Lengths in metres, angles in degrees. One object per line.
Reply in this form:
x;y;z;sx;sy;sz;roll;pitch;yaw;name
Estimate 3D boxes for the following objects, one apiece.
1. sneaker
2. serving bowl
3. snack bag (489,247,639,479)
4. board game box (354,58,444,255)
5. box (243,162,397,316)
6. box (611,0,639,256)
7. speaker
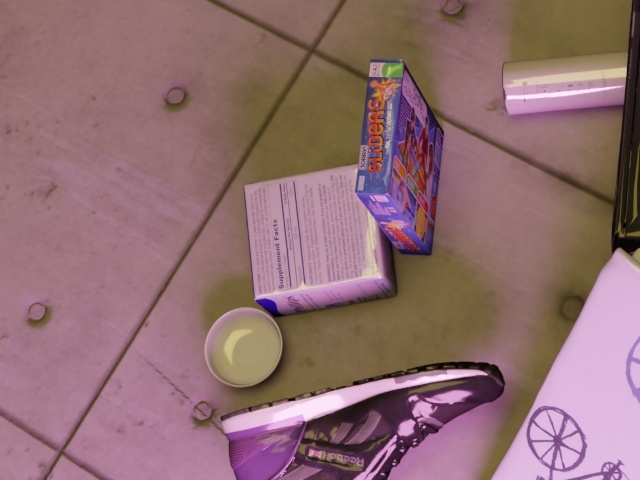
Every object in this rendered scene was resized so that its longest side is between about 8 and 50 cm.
0.051;0.197;1.825;0.283;0.107;0.124;-15;84;14;sneaker
-0.075;0.111;1.910;0.083;0.027;0.083;-4;73;14;serving bowl
0.322;0.225;1.670;0.323;0.037;0.342;38;124;22;snack bag
0.080;-0.078;1.833;0.035;0.201;0.136;3;73;16;board game box
0.000;0.000;1.901;0.137;0.072;0.126;-10;71;12;box
0.484;-0.122;1.770;0.395;0.097;0.318;6;72;8;box
0.254;-0.159;1.890;0.136;0.055;0.055;-5;72;14;speaker
